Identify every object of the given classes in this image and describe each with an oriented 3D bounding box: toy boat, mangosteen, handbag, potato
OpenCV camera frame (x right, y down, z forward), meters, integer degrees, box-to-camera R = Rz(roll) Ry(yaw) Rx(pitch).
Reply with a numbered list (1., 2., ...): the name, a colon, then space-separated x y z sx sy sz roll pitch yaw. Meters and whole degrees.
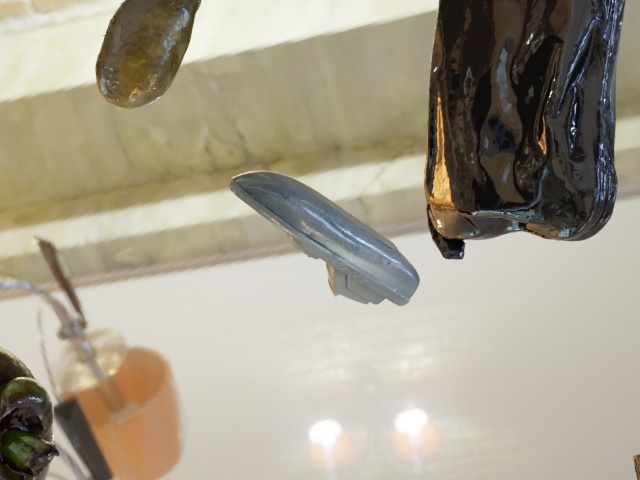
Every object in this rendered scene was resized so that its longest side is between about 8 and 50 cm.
1. toy boat: 0.000 0.000 1.317 0.085 0.260 0.078 -48 -150 15
2. mangosteen: -0.363 0.212 1.174 0.216 0.216 0.216 -12 -144 9
3. handbag: 0.163 -0.148 0.939 0.075 0.332 0.191 5 178 -37
4. potato: -0.092 -0.115 0.639 0.092 0.045 0.046 -67 -165 -12

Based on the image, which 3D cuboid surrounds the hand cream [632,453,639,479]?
1. hand cream: 0.408 0.269 1.360 0.039 0.163 0.062 -15 -104 -11
